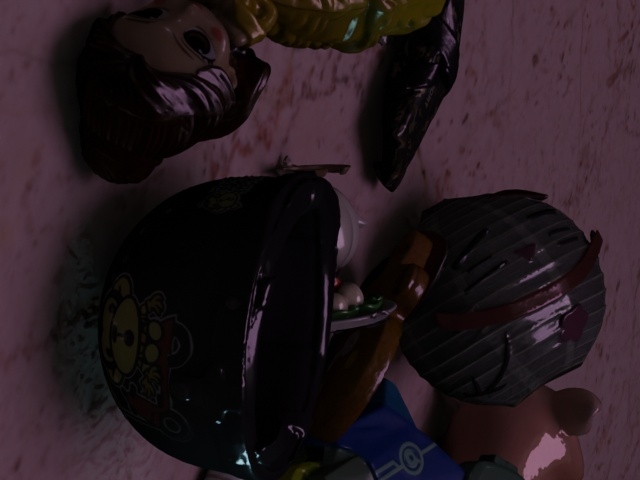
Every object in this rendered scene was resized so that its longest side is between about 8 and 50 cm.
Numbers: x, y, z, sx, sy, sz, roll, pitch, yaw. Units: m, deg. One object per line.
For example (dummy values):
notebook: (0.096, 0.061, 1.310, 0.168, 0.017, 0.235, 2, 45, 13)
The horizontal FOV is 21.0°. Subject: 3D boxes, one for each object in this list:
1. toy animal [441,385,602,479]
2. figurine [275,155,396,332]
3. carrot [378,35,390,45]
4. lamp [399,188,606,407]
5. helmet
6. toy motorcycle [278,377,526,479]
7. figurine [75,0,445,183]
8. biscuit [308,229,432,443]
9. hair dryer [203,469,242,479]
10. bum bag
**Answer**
toy animal: (0.223, 0.298, 2.051, 0.213, 0.195, 0.256, 61, 41, -66)
figurine: (0.000, 0.000, 1.538, 0.132, 0.132, 0.154, -20, 105, -63)
carrot: (0.071, -0.252, 1.691, 0.035, 0.035, 0.142, 59, 39, -56)
lamp: (0.183, 0.058, 1.834, 0.265, 0.233, 0.233, -30, 128, -38)
helmet: (-0.080, 0.054, 1.316, 0.279, 0.160, 0.231, -60, 153, -68)
toy motorcycle: (0.066, 0.252, 1.727, 0.326, 0.191, 0.200, 37, 56, -44)
figurine: (-0.059, -0.170, 1.288, 0.187, 0.168, 0.315, 51, 48, -3)
biscuit: (0.043, 0.091, 1.639, 0.180, 0.039, 0.236, -48, -165, 44)
hair dryer: (-0.030, 0.256, 1.540, 0.183, 0.044, 0.155, 33, 66, -23)
bum bag: (0.105, -0.172, 1.747, 0.102, 0.069, 0.248, 145, -38, -72)
